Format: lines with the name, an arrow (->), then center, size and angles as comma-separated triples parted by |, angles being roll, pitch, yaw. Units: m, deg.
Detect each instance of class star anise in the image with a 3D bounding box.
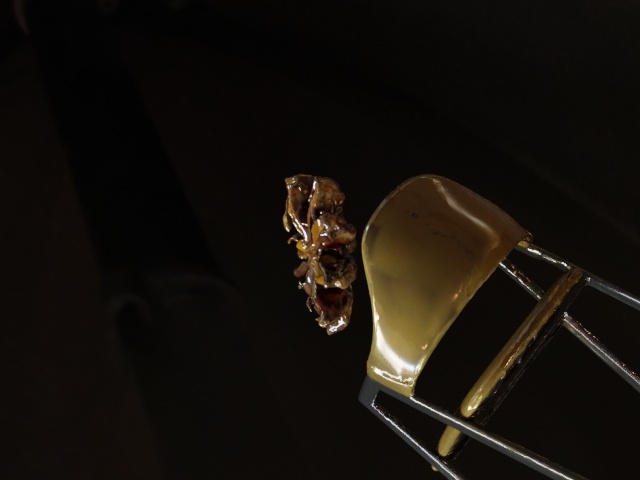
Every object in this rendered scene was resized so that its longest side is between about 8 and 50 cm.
star anise -> -0.003, -0.001, 1.648 | 0.073, 0.234, 0.177 | -9, 113, -14

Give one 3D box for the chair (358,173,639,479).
chair -> 0.133, 0.082, 1.042 | 0.247, 0.172, 0.159 | 34, 61, 14
